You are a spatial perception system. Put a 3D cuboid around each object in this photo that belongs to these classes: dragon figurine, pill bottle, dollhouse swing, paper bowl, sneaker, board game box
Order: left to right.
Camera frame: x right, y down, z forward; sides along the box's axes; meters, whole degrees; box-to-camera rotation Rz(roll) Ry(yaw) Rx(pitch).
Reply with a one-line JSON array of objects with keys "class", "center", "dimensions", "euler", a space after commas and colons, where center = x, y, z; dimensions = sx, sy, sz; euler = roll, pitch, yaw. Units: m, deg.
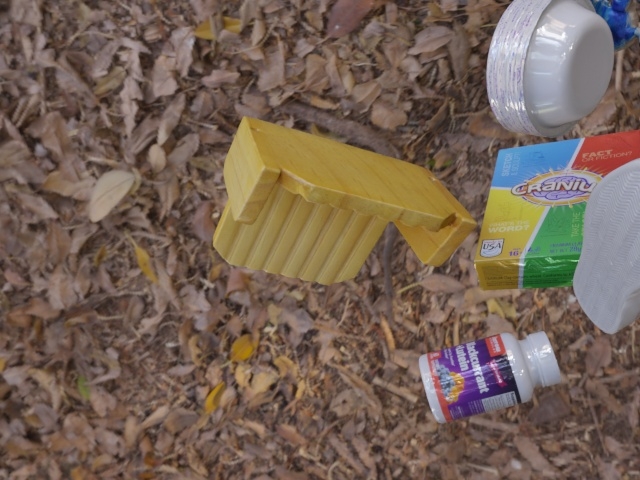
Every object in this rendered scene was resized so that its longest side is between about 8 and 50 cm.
[{"class": "dollhouse swing", "center": [0.000, 0.000, 1.112], "dimensions": [0.346, 0.315, 0.305], "euler": [14, 114, -20]}, {"class": "pill bottle", "center": [0.256, 0.202, 1.002], "dimensions": [0.193, 0.108, 0.108], "euler": [-18, 103, 10]}, {"class": "paper bowl", "center": [0.469, -0.346, 1.310], "dimensions": [0.148, 0.284, 0.284], "euler": [23, 120, 46]}, {"class": "board game box", "center": [0.393, -0.053, 1.068], "dimensions": [0.242, 0.317, 0.064], "euler": [-6, 127, 27]}, {"class": "dragon figurine", "center": [0.603, -0.469, 1.363], "dimensions": [0.144, 0.085, 0.289], "euler": [12, 127, 41]}, {"class": "sneaker", "center": [0.358, -0.019, 0.652], "dimensions": [0.169, 0.292, 0.108], "euler": [-27, 63, -4]}]
